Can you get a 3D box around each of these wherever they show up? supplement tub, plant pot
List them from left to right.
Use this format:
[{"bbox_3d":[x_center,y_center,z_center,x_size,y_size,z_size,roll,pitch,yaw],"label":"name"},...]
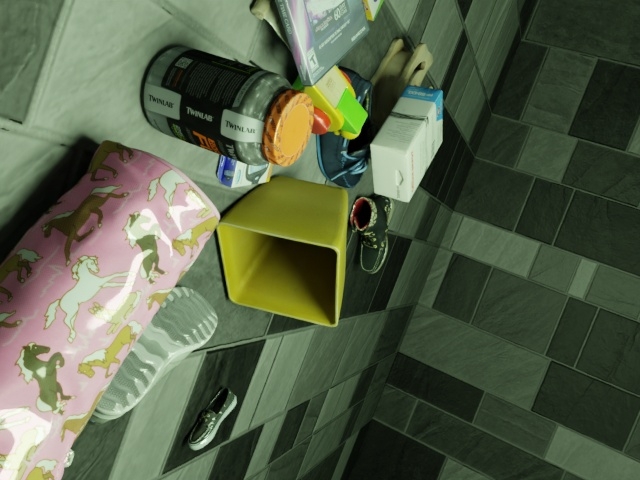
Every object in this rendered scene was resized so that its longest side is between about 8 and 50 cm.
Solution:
[{"bbox_3d":[-0.112,-0.163,0.727,0.117,0.191,0.117,-50,153,-38],"label":"supplement tub"},{"bbox_3d":[-0.045,0.002,1.072,0.212,0.212,0.187,90,16,-45],"label":"plant pot"}]

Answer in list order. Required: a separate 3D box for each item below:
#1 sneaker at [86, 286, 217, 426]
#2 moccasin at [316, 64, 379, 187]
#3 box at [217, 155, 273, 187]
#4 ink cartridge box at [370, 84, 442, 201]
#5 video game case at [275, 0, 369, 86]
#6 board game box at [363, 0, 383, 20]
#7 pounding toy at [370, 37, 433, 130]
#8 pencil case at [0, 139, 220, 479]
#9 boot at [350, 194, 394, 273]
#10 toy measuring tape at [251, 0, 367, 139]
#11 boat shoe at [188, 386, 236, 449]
[{"bbox_3d":[-0.263,0.163,0.868,0.115,0.105,0.281,-40,-179,34],"label":"sneaker"},{"bbox_3d":[0.062,-0.208,1.219,0.137,0.117,0.342,-61,159,-19],"label":"moccasin"},{"bbox_3d":[-0.120,-0.133,0.973,0.136,0.028,0.081,-26,134,-63],"label":"box"},{"bbox_3d":[0.186,-0.206,1.238,0.203,0.086,0.148,-57,153,-31],"label":"ink cartridge box"},{"bbox_3d":[-0.009,-0.399,0.869,0.196,0.026,0.274,-52,138,-36],"label":"video game case"},{"bbox_3d":[0.093,-0.529,1.095,0.124,0.039,0.259,-64,162,-7],"label":"board game box"},{"bbox_3d":[0.211,-0.343,1.396,0.269,0.155,0.154,-62,154,-16],"label":"pounding toy"},{"bbox_3d":[-0.265,0.074,0.639,0.386,0.160,0.167,-61,167,-19],"label":"pencil case"},{"bbox_3d":[0.130,-0.016,1.633,0.179,0.085,0.236,-8,112,-64],"label":"boot"},{"bbox_3d":[-0.033,-0.277,0.988,0.330,0.121,0.121,41,71,-45],"label":"toy measuring tape"},{"bbox_3d":[-0.225,0.360,1.194,0.142,0.049,0.040,-51,135,-42],"label":"boat shoe"}]
